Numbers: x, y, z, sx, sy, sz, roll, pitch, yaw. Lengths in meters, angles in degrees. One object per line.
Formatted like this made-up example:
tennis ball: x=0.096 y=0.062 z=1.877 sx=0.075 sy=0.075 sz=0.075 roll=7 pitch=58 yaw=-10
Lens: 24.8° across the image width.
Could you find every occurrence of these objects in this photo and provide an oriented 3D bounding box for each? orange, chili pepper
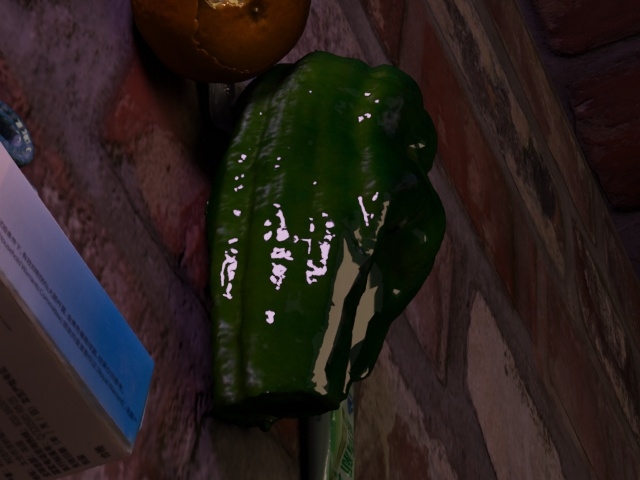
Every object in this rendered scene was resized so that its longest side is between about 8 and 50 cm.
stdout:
orange: x=-0.086 y=-0.206 z=1.209 sx=0.156 sy=0.134 sz=0.156 roll=-15 pitch=114 yaw=-37
chili pepper: x=0.011 y=0.000 z=1.203 sx=0.213 sy=0.167 sz=0.385 roll=42 pitch=43 yaw=-35

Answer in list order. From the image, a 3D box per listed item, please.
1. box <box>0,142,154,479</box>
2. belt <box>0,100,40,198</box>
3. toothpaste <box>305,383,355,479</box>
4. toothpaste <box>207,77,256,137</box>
box: x=-0.188 y=0.034 z=0.695 sx=0.073 sy=0.139 sz=0.194 roll=-83 pitch=149 yaw=-54
belt: x=-0.256 y=-0.109 z=0.755 sx=0.302 sy=0.072 sz=0.087 roll=53 pitch=22 yaw=-38
toothpaste: x=0.008 y=0.134 z=1.301 sx=0.075 sy=0.048 sz=0.297 roll=53 pitch=30 yaw=-49
toothpaste: x=-0.023 y=-0.101 z=1.408 sx=0.299 sy=0.073 sz=0.114 roll=34 pitch=45 yaw=-49
